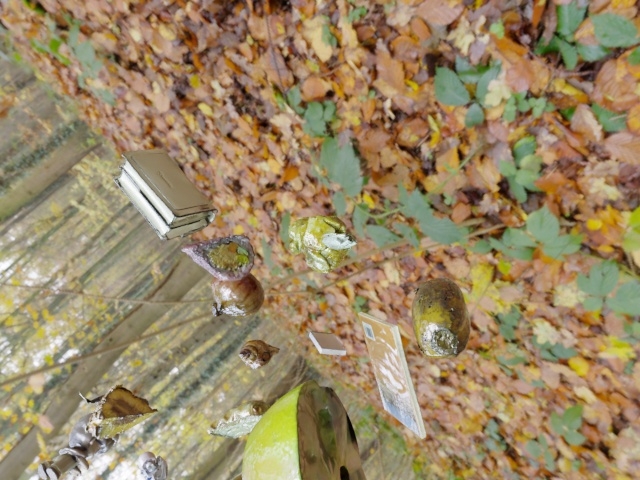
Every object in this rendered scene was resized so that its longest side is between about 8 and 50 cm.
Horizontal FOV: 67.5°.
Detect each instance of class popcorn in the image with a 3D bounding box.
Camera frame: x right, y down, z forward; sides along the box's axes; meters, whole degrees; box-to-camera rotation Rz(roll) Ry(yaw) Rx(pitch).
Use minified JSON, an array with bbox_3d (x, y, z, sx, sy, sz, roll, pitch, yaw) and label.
[{"bbox_3d":[-0.006,0.000,1.954,0.276,0.225,0.277,23,131,28],"label":"popcorn"}]

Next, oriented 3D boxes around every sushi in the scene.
[{"bbox_3d":[-0.343,0.069,1.650,0.107,0.241,0.161,-1,101,51],"label":"sushi"}]

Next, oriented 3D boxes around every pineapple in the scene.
[{"bbox_3d":[-0.779,0.635,1.767,0.158,0.161,0.334,53,-173,15],"label":"pineapple"}]

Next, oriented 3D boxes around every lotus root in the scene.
[{"bbox_3d":[0.373,0.229,1.483,0.397,0.179,0.196,-49,-41,-73],"label":"lotus root"}]

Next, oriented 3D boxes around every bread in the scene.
[{"bbox_3d":[-0.264,0.604,1.618,0.128,0.232,0.088,41,-151,-35],"label":"bread"}]

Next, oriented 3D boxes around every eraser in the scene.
[{"bbox_3d":[0.027,0.395,1.842,0.103,0.023,0.150,9,-168,-20],"label":"eraser"}]

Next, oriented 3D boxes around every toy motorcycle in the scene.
[{"bbox_3d":[-0.703,0.993,2.049,0.112,0.112,0.254,33,139,48],"label":"toy motorcycle"}]

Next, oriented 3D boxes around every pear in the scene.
[{"bbox_3d":[-0.032,0.493,0.946,0.399,0.165,0.399,-21,-90,-77],"label":"pear"}]

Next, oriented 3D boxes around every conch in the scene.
[{"bbox_3d":[-0.178,0.329,1.379,0.086,0.080,0.233,15,165,7],"label":"conch"}]

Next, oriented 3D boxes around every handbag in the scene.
[{"bbox_3d":[-0.600,-0.186,1.862,0.358,0.236,0.160,47,127,14],"label":"handbag"}]

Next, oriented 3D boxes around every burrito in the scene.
[{"bbox_3d":[0.062,0.003,1.544,0.074,0.044,0.118,33,161,-28],"label":"burrito"}]

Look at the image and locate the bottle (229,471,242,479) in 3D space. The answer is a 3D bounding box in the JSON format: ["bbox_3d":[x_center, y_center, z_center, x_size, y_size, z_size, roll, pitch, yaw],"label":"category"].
[{"bbox_3d":[-0.314,0.974,1.769,0.171,0.172,0.351,40,-165,22],"label":"bottle"}]

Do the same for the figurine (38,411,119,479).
[{"bbox_3d":[-1.074,0.922,2.164,0.203,0.248,0.380,51,-150,-1],"label":"figurine"}]

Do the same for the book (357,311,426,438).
[{"bbox_3d":[0.228,0.430,1.577,0.262,0.028,0.374,4,111,70],"label":"book"}]

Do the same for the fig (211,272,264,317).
[{"bbox_3d":[-0.346,0.216,1.967,0.235,0.214,0.235,29,-179,0],"label":"fig"}]

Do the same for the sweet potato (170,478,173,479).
[{"bbox_3d":[-0.623,1.068,2.054,0.095,0.034,0.034,60,174,17],"label":"sweet potato"}]
